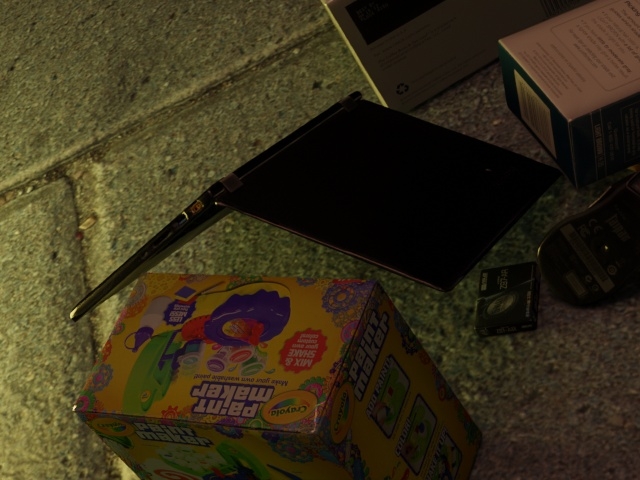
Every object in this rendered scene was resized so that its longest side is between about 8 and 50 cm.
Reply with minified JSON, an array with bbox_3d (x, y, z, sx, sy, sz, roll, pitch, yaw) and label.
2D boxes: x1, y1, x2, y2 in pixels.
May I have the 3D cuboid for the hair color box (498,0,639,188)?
[{"bbox_3d":[0.389,-0.202,1.714,0.347,0.105,0.174,-23,44,-7],"label":"hair color box"}]

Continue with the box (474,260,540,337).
[{"bbox_3d":[0.207,0.065,1.731,0.067,0.018,0.083,-10,48,25],"label":"box"}]

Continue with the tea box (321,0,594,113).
[{"bbox_3d":[0.145,-0.393,2.044,0.329,0.220,0.323,-29,43,6],"label":"tea box"}]

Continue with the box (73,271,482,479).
[{"bbox_3d":[-0.036,0.185,1.583,0.290,0.279,0.177,1,53,33],"label":"box"}]

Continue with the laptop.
[{"bbox_3d":[0.000,0.000,1.783,0.408,0.236,0.382,-39,0,33],"label":"laptop"}]

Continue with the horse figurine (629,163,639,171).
[{"bbox_3d":[0.379,-0.123,1.761,0.174,0.066,0.263,-37,44,-11],"label":"horse figurine"}]

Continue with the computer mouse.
[{"bbox_3d":[0.358,0.007,1.632,0.060,0.184,0.262,-31,-12,-50],"label":"computer mouse"}]
